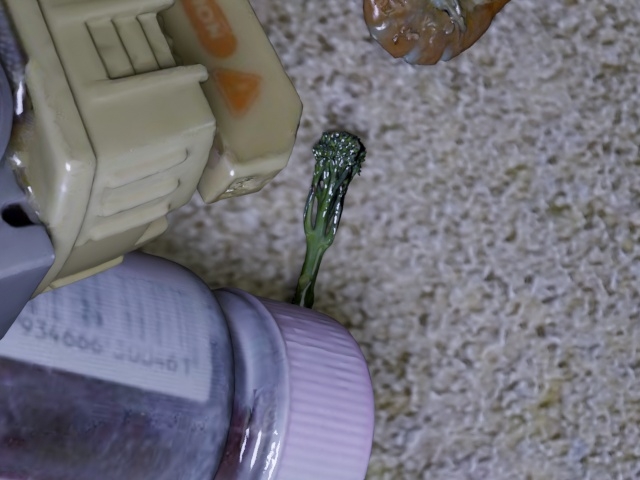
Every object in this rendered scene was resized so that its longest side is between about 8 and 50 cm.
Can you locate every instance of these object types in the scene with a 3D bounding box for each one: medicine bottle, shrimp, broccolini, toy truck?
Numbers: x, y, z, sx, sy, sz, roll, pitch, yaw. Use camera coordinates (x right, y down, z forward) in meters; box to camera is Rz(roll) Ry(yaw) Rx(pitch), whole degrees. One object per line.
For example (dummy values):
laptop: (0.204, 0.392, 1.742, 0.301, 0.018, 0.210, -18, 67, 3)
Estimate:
medicine bottle: (-0.120, 0.084, 0.935, 0.273, 0.165, 0.165, 17, 81, -36)
shrimp: (0.100, -0.176, 1.166, 0.184, 0.043, 0.091, -31, 116, -25)
broccolini: (0.000, 0.000, 1.108, 0.035, 0.030, 0.140, 21, 81, -71)
toy truck: (-0.181, -0.157, 0.789, 0.254, 0.180, 0.405, -15, 73, -33)
